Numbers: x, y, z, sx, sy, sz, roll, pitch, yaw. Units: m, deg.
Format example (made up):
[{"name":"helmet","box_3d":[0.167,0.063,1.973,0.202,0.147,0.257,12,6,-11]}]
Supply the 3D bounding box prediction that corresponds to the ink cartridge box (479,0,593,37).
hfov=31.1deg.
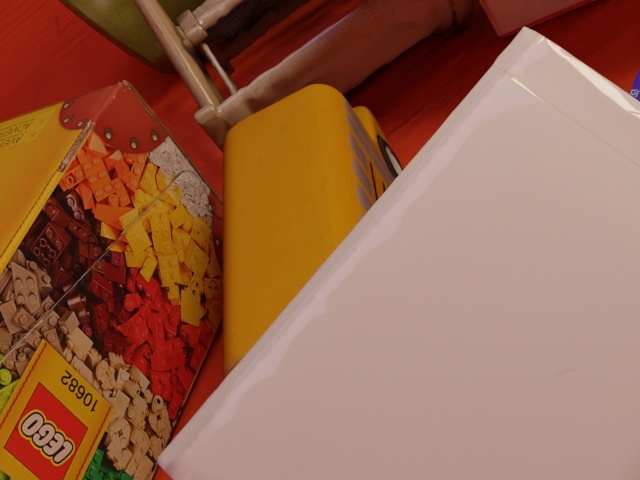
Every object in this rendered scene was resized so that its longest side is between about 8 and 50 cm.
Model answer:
[{"name":"ink cartridge box","box_3d":[0.215,-0.309,1.029,0.172,0.100,0.237,-20,36,21]}]

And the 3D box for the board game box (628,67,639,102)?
[{"name":"board game box","box_3d":[0.260,-0.031,0.668,0.210,0.047,0.160,6,63,46]}]

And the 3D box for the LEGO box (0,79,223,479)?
[{"name":"LEGO box","box_3d":[-0.352,0.109,0.940,0.500,0.193,0.372,-11,40,34]}]

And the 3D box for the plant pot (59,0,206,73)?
[{"name":"plant pot","box_3d":[-0.146,-0.386,1.255,0.353,0.366,0.366,-49,32,8]}]

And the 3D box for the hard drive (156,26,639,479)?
[{"name":"hard drive","box_3d":[0.089,0.064,0.597,0.203,0.040,0.307,39,86,17]}]

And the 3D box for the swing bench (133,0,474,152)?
[{"name":"swing bench","box_3d":[-0.022,-0.218,1.063,0.253,0.165,0.254,-33,59,3]}]

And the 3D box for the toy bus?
[{"name":"toy bus","box_3d":[0.000,0.000,0.814,0.108,0.130,0.332,-26,34,15]}]
